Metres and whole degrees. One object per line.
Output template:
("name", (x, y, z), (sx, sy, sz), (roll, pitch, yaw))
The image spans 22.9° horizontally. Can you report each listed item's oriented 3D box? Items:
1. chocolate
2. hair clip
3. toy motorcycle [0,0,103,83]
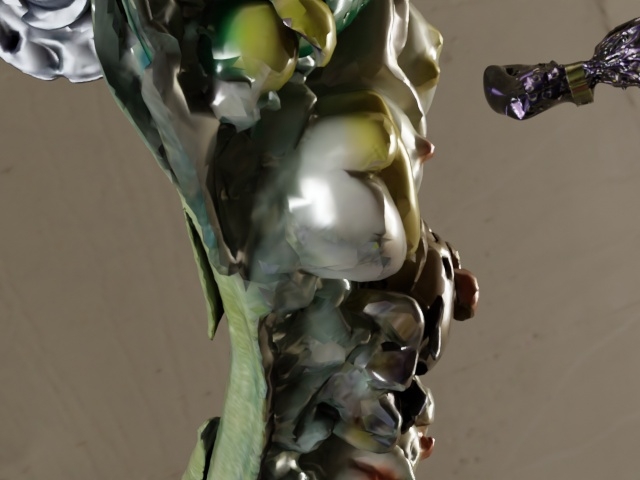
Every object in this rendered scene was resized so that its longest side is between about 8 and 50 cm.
("chocolate", (0.197, -0.124, 1.218), (0.070, 0.147, 0.072), (64, -151, -10))
("hair clip", (0.002, 0.000, 0.458), (0.091, 0.321, 0.138), (11, -126, 8))
("toy motorcycle", (-0.219, -0.104, 0.527), (0.213, 0.358, 0.125), (64, -159, -13))
